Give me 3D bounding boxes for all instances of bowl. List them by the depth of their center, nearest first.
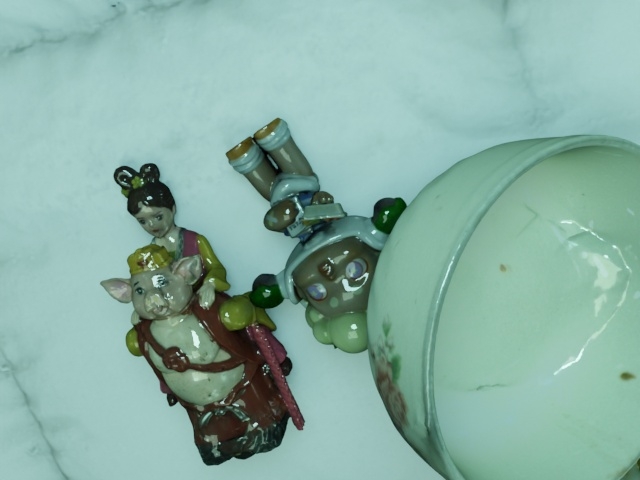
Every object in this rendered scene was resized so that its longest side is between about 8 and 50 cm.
[{"bbox_3d":[0.139,0.050,0.869,0.277,0.145,0.277,-10,108,-33],"label":"bowl"}]

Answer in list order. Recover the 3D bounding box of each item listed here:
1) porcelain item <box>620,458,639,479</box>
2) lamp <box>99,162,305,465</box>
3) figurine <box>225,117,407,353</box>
[{"bbox_3d":[0.217,0.269,1.063,0.213,0.054,0.084,-38,89,25],"label":"porcelain item"},{"bbox_3d":[-0.104,0.062,0.963,0.118,0.118,0.253,-14,117,15],"label":"lamp"},{"bbox_3d":[0.000,0.001,0.924,0.147,0.093,0.197,-32,109,16],"label":"figurine"}]
